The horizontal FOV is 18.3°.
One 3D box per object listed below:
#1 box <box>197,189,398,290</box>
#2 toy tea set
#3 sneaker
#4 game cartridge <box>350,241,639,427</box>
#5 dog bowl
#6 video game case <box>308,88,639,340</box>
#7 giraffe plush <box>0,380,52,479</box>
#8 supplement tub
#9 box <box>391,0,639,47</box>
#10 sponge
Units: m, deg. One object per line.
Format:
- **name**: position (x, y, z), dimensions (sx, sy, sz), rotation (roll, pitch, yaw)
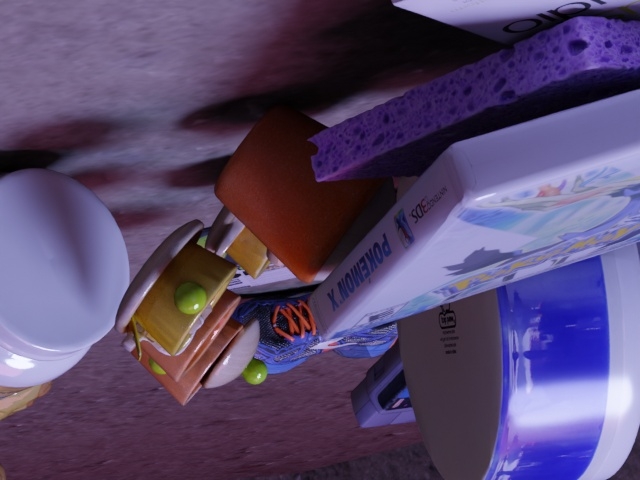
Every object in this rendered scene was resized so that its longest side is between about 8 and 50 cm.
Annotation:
- **box**: position (0.000, 0.000, 1.656), dimensions (0.207, 0.036, 0.114), rotation (-11, 169, 4)
- **toy tea set**: position (-0.037, 0.035, 1.350), dimensions (0.200, 0.124, 0.336), rotation (-53, 177, -12)
- **sneaker**: position (0.001, 0.074, 1.978), dimensions (0.221, 0.083, 0.087), rotation (-9, 157, -38)
- **game cartridge**: position (0.197, 0.101, 2.103), dimensions (0.230, 0.068, 0.355), rotation (-9, 156, -30)
- **dog bowl**: position (0.136, 0.048, 1.428), dimensions (0.104, 0.265, 0.265), rotation (-6, 168, -14)
- **video game case**: position (0.179, -0.035, 1.146), dimensions (0.329, 0.036, 0.300), rotation (-16, 168, -18)
- **giraffe plush**: position (-0.377, 0.213, 2.031), dimensions (0.210, 0.171, 0.181), rotation (-4, 168, -29)
- **supplement tub**: position (-0.234, 0.037, 1.334), dimensions (0.144, 0.144, 0.199), rotation (-1, 166, -41)
- **box**: position (0.203, -0.152, 1.018), dimensions (0.232, 0.058, 0.322), rotation (-16, 169, 29)
- **sponge**: position (0.105, -0.074, 1.101), dimensions (0.117, 0.031, 0.210), rotation (-1, 166, -44)
